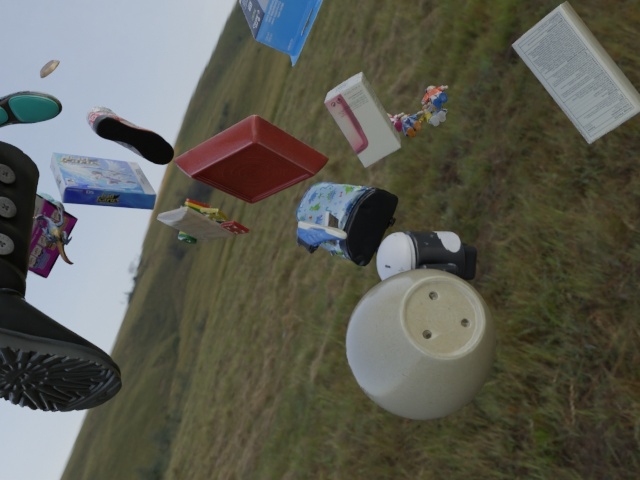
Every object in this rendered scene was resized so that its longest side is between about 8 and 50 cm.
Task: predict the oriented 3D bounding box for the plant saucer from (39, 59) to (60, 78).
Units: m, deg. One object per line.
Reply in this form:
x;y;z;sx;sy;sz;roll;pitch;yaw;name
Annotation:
-0.883;-0.561;2.024;0.015;0.083;0.083;50;-134;-40;plant saucer

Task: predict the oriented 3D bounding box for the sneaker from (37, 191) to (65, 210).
-0.829;-0.090;1.824;0.366;0.150;0.135;25;127;61;sneaker

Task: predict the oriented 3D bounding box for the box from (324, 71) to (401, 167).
0.127;-0.358;1.847;0.127;0.232;0.148;-28;19;16;box

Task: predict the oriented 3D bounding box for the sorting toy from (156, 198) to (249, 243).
-0.274;-0.050;1.411;0.274;0.132;0.046;-8;60;48;sorting toy

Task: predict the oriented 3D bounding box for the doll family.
0.310;-0.393;2.006;0.263;0.118;0.163;-30;25;10;doll family

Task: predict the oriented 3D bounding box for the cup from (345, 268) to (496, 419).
0.226;0.191;1.302;0.237;0.331;0.331;97;-169;-67;cup

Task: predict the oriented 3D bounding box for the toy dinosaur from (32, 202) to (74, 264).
-0.424;-0.012;0.978;0.082;0.047;0.090;23;116;50;toy dinosaur

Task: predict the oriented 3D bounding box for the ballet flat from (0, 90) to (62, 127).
-0.578;-0.254;1.180;0.070;0.188;0.070;-9;-90;-89;ballet flat

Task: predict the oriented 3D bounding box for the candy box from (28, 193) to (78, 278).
-0.670;-0.036;1.361;0.233;0.071;0.159;45;-119;-52;candy box

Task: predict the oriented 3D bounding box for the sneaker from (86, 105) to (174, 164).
-0.584;-0.327;1.912;0.145;0.270;0.090;39;102;45;sneaker

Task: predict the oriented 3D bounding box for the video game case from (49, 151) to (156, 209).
-0.672;-0.184;1.926;0.244;0.269;0.061;46;124;47;video game case

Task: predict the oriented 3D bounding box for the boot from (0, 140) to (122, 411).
-0.513;0.041;1.055;0.146;0.367;0.445;-34;52;12;boot

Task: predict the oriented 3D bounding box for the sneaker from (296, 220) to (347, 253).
0.000;0.000;1.796;0.058;0.152;0.084;-15;-63;-69;sneaker

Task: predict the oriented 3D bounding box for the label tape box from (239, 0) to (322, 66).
-0.115;-0.701;1.776;0.249;0.115;0.347;-61;35;38;label tape box

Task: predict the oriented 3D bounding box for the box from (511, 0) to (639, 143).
0.621;-0.404;1.502;0.148;0.311;0.121;-36;4;35;box

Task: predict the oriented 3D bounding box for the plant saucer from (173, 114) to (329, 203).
-0.153;-0.165;1.419;0.258;0.259;0.047;-21;63;32;plant saucer

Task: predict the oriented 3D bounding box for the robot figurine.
0.297;0.062;1.757;0.209;0.278;0.173;111;156;-58;robot figurine

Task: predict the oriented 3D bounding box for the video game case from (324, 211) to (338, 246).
0.033;-0.033;1.878;0.122;0.011;0.087;31;-117;-72;video game case

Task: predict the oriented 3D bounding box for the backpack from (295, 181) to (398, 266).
0.075;-0.085;2.309;0.290;0.273;0.355;-63;20;-4;backpack
